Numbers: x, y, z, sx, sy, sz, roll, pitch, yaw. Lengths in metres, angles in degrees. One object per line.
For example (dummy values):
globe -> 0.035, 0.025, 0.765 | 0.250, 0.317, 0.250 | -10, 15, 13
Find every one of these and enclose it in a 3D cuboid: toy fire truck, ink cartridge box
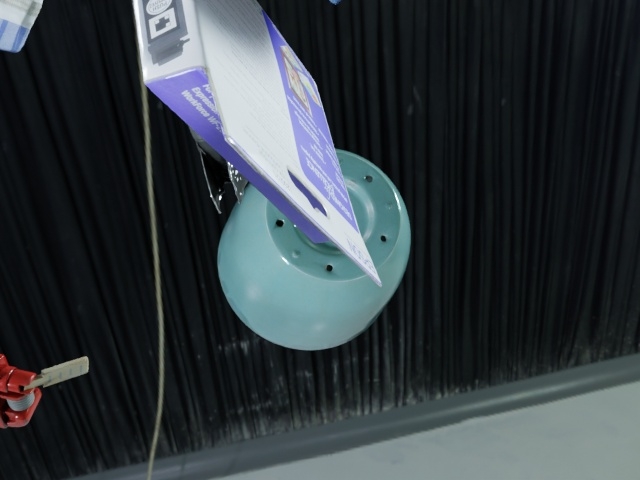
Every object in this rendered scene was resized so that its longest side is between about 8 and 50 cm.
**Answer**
toy fire truck -> -0.681, 0.338, 1.443 | 0.247, 0.217, 0.158 | 13, 48, -1
ink cartridge box -> -0.040, -0.083, 0.408 | 0.045, 0.206, 0.208 | -26, 58, 14

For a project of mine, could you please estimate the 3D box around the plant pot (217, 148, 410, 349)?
plant pot -> 0.000, 0.000, 0.914 | 0.293, 0.292, 0.235 | -13, -14, -14

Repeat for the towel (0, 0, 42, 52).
towel -> -0.480, -0.433, 0.991 | 0.034, 0.285, 0.209 | 33, 9, -3

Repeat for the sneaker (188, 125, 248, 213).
sneaker -> -0.104, -0.105, 0.676 | 0.051, 0.089, 0.170 | -19, 26, 9

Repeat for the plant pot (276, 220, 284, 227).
plant pot -> -0.046, 0.035, 1.019 | 0.110, 0.237, 0.237 | 10, 30, 3

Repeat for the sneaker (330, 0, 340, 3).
sneaker -> -0.003, -0.348, 0.613 | 0.091, 0.232, 0.081 | -22, 48, 23
